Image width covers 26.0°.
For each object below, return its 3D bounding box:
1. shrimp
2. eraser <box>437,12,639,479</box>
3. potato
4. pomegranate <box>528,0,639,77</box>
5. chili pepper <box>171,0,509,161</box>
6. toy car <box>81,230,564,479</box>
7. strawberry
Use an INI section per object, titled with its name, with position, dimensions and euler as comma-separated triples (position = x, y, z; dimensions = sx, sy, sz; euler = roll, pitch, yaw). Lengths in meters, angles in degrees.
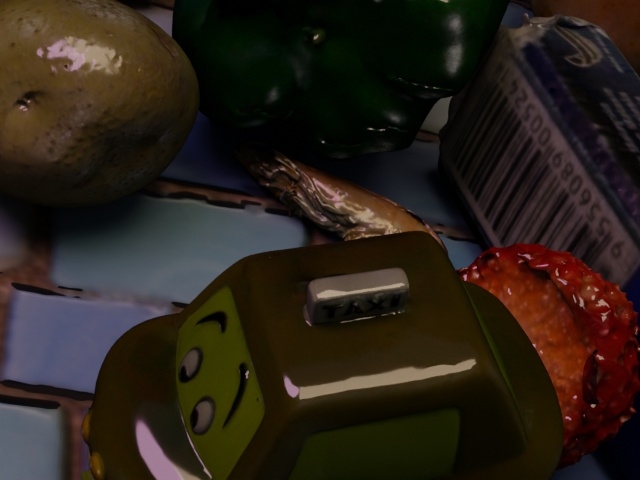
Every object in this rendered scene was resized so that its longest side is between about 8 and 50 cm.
[shrimp]
position = -0.001, 0.001, 0.935
dimensions = 0.178, 0.034, 0.124
euler = 30, 49, 5
[eraser]
position = 0.196, 0.002, 0.922
dimensions = 0.101, 0.155, 0.332
euler = -3, 48, -29
[potato]
position = -0.172, -0.107, 0.884
dimensions = 0.157, 0.157, 0.194
euler = -16, 52, -35
[pomegranate]
position = 0.291, -0.237, 1.172
dimensions = 0.248, 0.248, 0.248
euler = 12, 42, -11
[chili pepper]
position = 0.020, -0.185, 0.966
dimensions = 0.233, 0.249, 0.257
euler = 17, 35, -9
[toy car]
position = 0.002, 0.085, 0.704
dimensions = 0.247, 0.198, 0.204
euler = -9, 49, -12
[strawberry]
position = 0.128, 0.071, 0.843
dimensions = 0.086, 0.145, 0.145
euler = -8, 48, -47
